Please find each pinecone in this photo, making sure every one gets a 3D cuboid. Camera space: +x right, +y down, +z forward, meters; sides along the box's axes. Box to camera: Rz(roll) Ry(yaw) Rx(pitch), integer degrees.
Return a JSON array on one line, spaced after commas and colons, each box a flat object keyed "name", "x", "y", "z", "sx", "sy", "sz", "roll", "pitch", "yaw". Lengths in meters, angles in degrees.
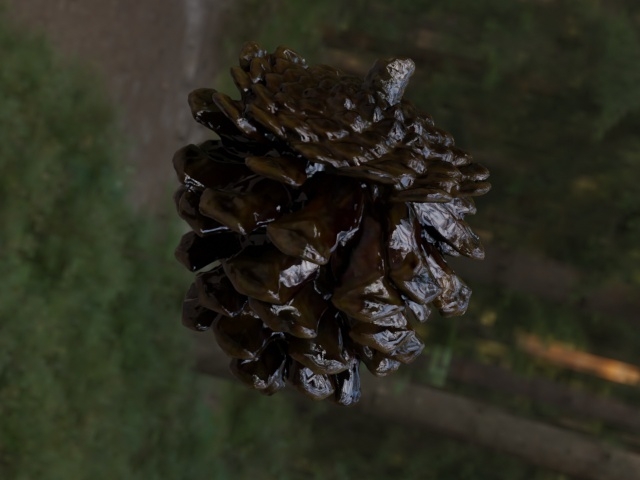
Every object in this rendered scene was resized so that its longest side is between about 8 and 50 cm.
[{"name": "pinecone", "x": 0.002, "y": 0.000, "z": 1.020, "sx": 0.185, "sy": 0.168, "sz": 0.212, "roll": -117, "pitch": -158, "yaw": -53}]
